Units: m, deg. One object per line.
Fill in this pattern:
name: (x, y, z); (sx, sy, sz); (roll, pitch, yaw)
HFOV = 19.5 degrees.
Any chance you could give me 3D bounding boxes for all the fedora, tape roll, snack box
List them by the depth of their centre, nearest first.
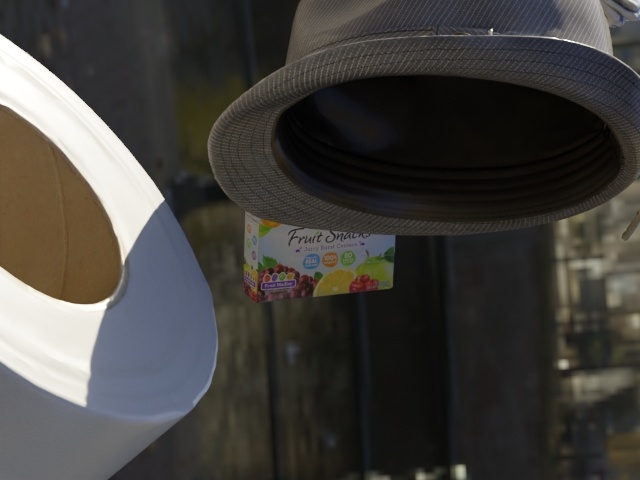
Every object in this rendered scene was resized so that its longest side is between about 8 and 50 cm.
tape roll: (-0.186, 0.003, 0.964); (0.286, 0.100, 0.286); (41, 24, -22)
fedora: (0.071, -0.101, 1.157); (0.244, 0.275, 0.124); (65, 25, -62)
snack box: (0.000, 0.000, 1.737); (0.037, 0.141, 0.100); (-149, -124, -60)

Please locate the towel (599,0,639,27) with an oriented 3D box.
towel: (0.236, -0.273, 1.715); (0.034, 0.209, 0.285); (-52, 169, 21)

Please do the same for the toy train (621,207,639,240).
toy train: (0.285, -0.092, 1.083); (0.105, 0.143, 0.248); (-114, -136, -67)
